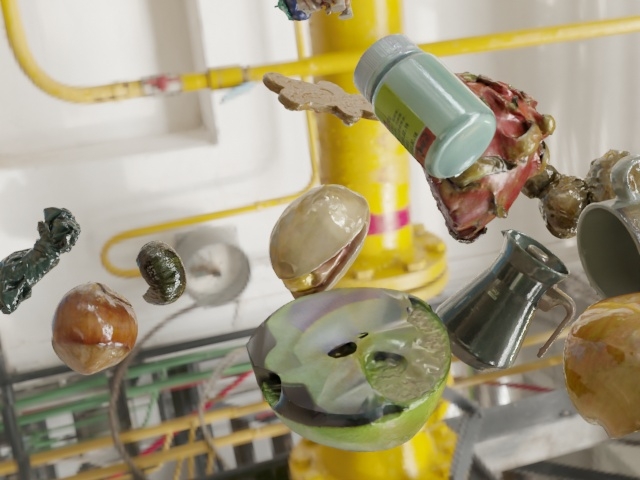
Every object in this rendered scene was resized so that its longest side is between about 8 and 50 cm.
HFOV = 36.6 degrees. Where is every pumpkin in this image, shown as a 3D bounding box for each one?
[{"bbox_3d":[-0.424,0.098,2.630,0.107,0.119,0.184,20,-53,50],"label":"pumpkin"}]

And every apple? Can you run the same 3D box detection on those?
[{"bbox_3d":[0.596,0.225,1.714,0.314,0.309,0.252,37,-58,45],"label":"apple"}]

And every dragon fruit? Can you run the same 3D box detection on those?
[{"bbox_3d":[0.315,-0.185,1.847,0.314,0.262,0.296,59,9,-57],"label":"dragon fruit"}]

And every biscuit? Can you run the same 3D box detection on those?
[{"bbox_3d":[0.025,-0.350,2.484,0.216,0.339,0.047,56,-48,47],"label":"biscuit"}]

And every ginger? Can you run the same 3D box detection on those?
[{"bbox_3d":[0.661,-0.110,2.453,0.155,0.303,0.245,50,38,-71],"label":"ginger"}]

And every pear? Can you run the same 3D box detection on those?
[{"bbox_3d":[0.066,0.265,1.847,0.399,0.398,0.165,-125,-156,-56],"label":"pear"}]

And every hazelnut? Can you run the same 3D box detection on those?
[{"bbox_3d":[-0.452,0.173,1.910,0.182,0.182,0.182,169,-90,-75],"label":"hazelnut"}]

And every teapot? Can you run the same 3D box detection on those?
[{"bbox_3d":[0.500,0.177,2.581,0.300,0.253,0.344,40,-69,17],"label":"teapot"}]

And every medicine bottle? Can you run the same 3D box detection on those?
[{"bbox_3d":[0.164,-0.217,1.552,0.225,0.139,0.139,52,-27,28],"label":"medicine bottle"}]

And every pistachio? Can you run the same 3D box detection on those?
[{"bbox_3d":[0.000,0.000,2.399,0.229,0.309,0.230,26,-25,13],"label":"pistachio"}]

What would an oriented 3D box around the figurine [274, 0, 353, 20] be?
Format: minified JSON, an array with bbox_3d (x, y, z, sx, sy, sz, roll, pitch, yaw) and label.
[{"bbox_3d":[-0.014,-0.556,2.237,0.111,0.194,0.102,38,56,-60],"label":"figurine"}]

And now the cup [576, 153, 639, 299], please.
[{"bbox_3d":[0.678,-0.038,1.960,0.227,0.256,0.301,-155,-131,-66],"label":"cup"}]

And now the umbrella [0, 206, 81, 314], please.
[{"bbox_3d":[-0.714,0.068,2.334,0.094,0.349,0.143,41,7,-34],"label":"umbrella"}]
